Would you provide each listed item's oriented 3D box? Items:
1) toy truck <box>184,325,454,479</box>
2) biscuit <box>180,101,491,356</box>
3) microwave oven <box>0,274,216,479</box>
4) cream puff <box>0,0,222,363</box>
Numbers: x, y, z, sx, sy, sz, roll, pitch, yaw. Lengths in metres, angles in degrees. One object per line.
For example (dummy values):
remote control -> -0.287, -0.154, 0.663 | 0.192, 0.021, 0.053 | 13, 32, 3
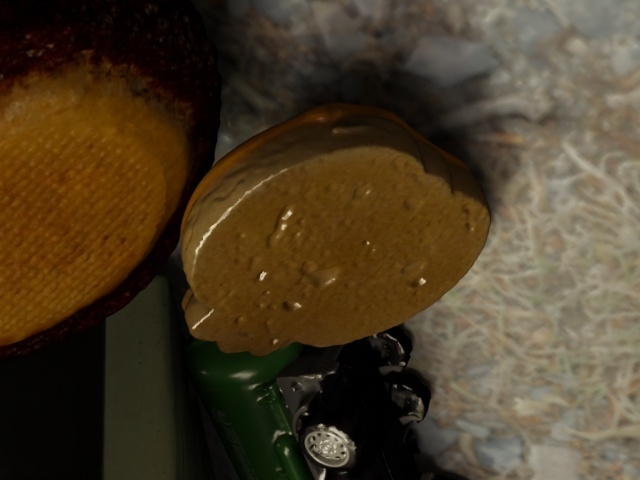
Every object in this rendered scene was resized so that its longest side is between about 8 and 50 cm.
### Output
toy truck -> 0.007, 0.143, 0.756 | 0.125, 0.101, 0.243 | -6, 121, 29
biscuit -> -0.001, -0.003, 0.637 | 0.170, 0.050, 0.170 | -13, 141, -11
microwave oven -> -0.258, 0.215, 0.751 | 0.394, 0.247, 0.333 | -9, 127, -1
cream puff -> -0.165, -0.058, 0.583 | 0.165, 0.239, 0.239 | 47, 139, 30
